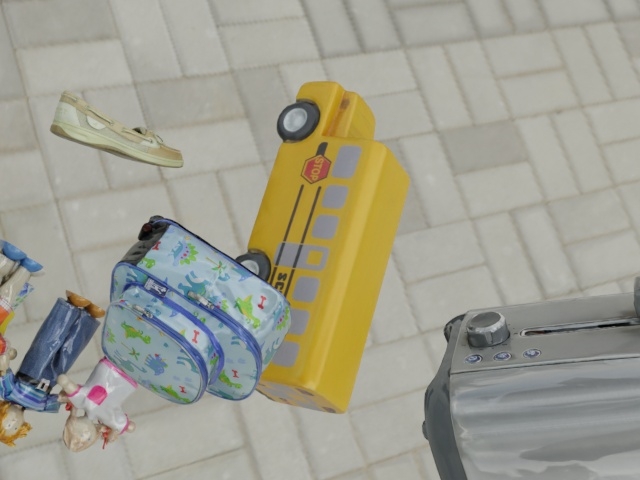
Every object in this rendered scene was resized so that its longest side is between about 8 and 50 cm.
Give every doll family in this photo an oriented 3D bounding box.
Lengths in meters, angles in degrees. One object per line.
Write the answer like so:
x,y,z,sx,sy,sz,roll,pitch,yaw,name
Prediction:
-0.295,0.114,0.968,0.263,0.118,0.163,42,73,-39,doll family

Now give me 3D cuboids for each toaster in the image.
0.152,0.128,0.482,0.129,0.146,0.227,-55,127,-63,toaster

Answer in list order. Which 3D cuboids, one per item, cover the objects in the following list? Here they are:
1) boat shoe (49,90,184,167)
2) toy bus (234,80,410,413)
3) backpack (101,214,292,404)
-0.211,-0.114,1.050,0.153,0.056,0.048,17,88,-32,boat shoe
0.000,0.000,1.020,0.130,0.108,0.332,6,68,29,toy bus
-0.085,0.057,0.646,0.114,0.105,0.084,28,53,3,backpack
